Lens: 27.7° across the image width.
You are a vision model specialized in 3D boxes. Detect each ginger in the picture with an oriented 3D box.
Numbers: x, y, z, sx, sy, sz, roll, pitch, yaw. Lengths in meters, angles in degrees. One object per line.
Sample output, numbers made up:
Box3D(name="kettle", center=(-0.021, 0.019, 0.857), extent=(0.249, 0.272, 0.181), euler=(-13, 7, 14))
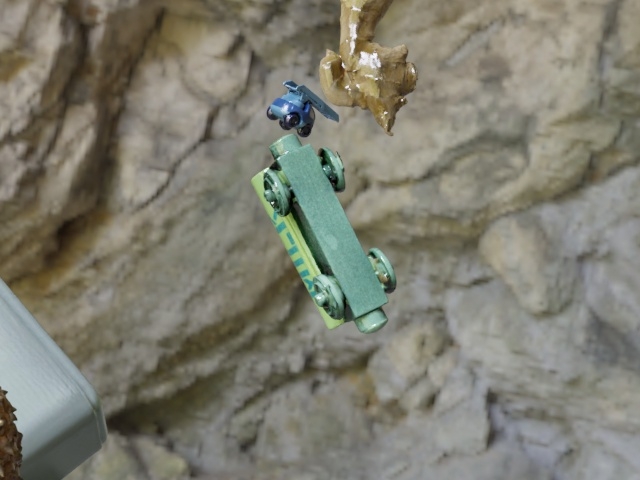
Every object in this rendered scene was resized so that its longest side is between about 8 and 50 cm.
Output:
Box3D(name="ginger", center=(0.075, -0.256, 1.739), extent=(0.133, 0.214, 0.059), euler=(18, 0, 9))

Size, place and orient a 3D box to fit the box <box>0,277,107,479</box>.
Box3D(name="box", center=(-0.394, 0.170, 1.505), extent=(0.312, 0.182, 0.175), euler=(45, -26, 25))

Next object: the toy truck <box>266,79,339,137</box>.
Box3D(name="toy truck", center=(-0.026, -0.206, 2.150), extent=(0.063, 0.074, 0.136), euler=(26, -6, 37))

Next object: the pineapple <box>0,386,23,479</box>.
Box3D(name="pineapple", center=(-0.266, 0.255, 1.024), extent=(0.119, 0.277, 0.130), euler=(-10, 1, 21))

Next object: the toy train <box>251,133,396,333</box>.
Box3D(name="toy train", center=(0.000, 0.000, 1.557), extent=(0.105, 0.253, 0.157), euler=(-27, -3, -17))
